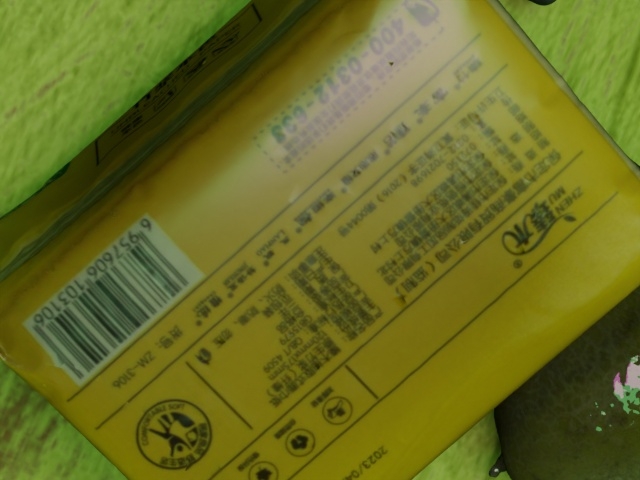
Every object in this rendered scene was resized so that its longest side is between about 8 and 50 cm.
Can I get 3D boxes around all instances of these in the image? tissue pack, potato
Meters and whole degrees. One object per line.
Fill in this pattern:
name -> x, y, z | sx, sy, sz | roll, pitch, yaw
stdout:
tissue pack -> 0.000, 0.000, 1.239 | 0.382, 0.228, 0.293 | -41, 105, 7
potato -> 0.233, 0.111, 1.365 | 0.251, 0.159, 0.174 | -26, 76, -1

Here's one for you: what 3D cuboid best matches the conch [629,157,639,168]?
conch -> 0.194, -0.038, 1.380 | 0.121, 0.074, 0.089 | 49, 58, -11

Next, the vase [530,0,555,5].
vase -> 0.079, -0.234, 1.335 | 0.219, 0.096, 0.096 | 15, 91, -16
